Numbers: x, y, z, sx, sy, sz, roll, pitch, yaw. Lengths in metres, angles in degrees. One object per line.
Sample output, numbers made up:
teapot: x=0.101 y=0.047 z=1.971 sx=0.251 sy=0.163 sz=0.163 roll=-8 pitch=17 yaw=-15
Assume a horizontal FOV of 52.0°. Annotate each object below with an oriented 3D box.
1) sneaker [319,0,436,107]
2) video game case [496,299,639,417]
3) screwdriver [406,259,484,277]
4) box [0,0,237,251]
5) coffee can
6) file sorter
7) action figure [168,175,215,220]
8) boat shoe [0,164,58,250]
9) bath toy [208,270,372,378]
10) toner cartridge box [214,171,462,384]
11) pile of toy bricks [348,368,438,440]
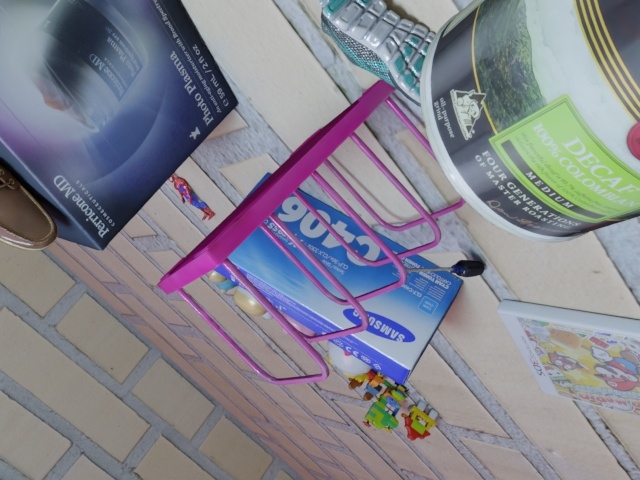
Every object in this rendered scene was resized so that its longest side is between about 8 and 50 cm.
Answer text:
sneaker: x=0.065 y=-0.190 z=0.655 sx=0.166 sy=0.065 sz=0.076 roll=43 pitch=170 yaw=-5
video game case: x=0.375 y=0.168 z=0.887 sx=0.227 sy=0.026 sz=0.206 roll=6 pitch=141 yaw=47
screwdriver: x=0.159 y=0.038 z=0.823 sx=0.025 sy=0.170 sz=0.024 roll=44 pitch=118 yaw=30
box: x=-0.306 y=-0.196 z=0.820 sx=0.183 sy=0.294 sz=0.296 roll=14 pitch=147 yaw=39
coffee can: x=0.217 y=-0.125 z=0.392 sx=0.201 sy=0.201 sz=0.275 roll=41 pitch=155 yaw=-9
file sorter: x=0.000 y=0.000 z=0.749 sx=0.182 sy=0.290 sz=0.202 roll=47 pitch=153 yaw=-9
action figure: x=-0.251 y=-0.083 z=1.249 sx=0.038 sy=0.030 sz=0.115 roll=6 pitch=139 yaw=55
boat shoe: x=-0.369 y=-0.056 z=0.722 sx=0.178 sy=0.064 sz=0.060 roll=42 pitch=153 yaw=-10
bath toy: x=-0.038 y=0.124 z=1.229 sx=0.348 sy=0.151 sz=0.129 roll=31 pitch=119 yaw=11
toner cartridge box: x=0.017 y=0.049 z=0.978 sx=0.348 sy=0.165 sz=0.075 roll=29 pitch=153 yaw=14
pile of toy bricks: x=0.135 y=0.364 z=1.423 sx=0.212 sy=0.105 sz=0.118 roll=37 pitch=155 yaw=-1
